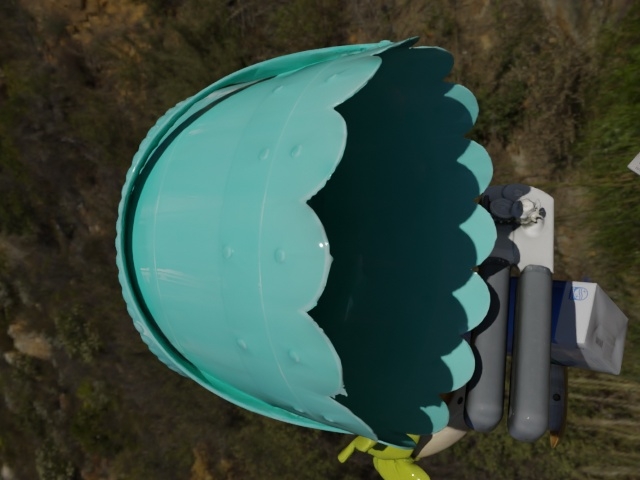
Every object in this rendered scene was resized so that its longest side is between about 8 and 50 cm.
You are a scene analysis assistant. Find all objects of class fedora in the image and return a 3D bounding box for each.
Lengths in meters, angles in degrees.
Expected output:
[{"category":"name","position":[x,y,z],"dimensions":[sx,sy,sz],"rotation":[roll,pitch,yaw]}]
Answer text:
[{"category":"fedora","position":[0.380,0.258,1.118],"dimensions":[0.194,0.079,0.194],"rotation":[2,-90,-76]}]

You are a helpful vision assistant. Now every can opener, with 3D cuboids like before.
[{"category":"can opener","position":[0.180,0.055,0.611],"dimensions":[0.093,0.074,0.280],"rotation":[90,-168,-50]}]

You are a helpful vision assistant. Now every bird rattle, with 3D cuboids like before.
[{"category":"bird rattle","position":[0.109,0.215,0.841],"dimensions":[0.143,0.207,0.253],"rotation":[61,-175,-22]}]

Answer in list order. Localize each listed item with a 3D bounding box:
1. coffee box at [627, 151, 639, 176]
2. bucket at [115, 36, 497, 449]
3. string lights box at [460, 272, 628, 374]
[{"category":"coffee box","position":[0.780,-0.119,1.250],"dimensions":[0.168,0.119,0.297],"rotation":[-54,38,19]},{"category":"bucket","position":[0.000,0.000,0.481],"dimensions":[0.281,0.183,0.280],"rotation":[-3,-87,-57]},{"category":"string lights box","position":[0.237,0.100,0.831],"dimensions":[0.260,0.133,0.076],"rotation":[4,69,42]}]
